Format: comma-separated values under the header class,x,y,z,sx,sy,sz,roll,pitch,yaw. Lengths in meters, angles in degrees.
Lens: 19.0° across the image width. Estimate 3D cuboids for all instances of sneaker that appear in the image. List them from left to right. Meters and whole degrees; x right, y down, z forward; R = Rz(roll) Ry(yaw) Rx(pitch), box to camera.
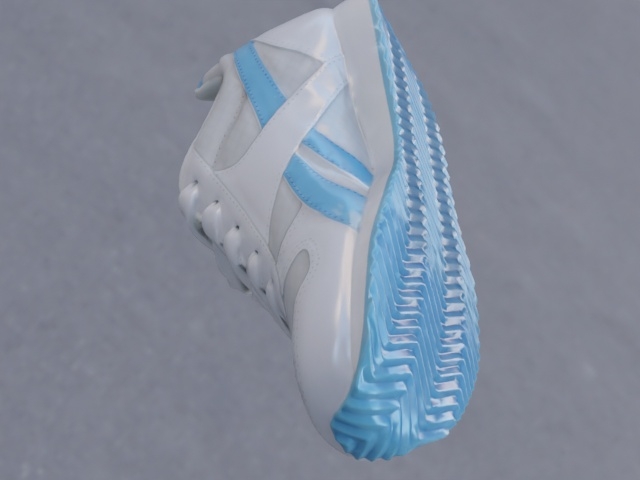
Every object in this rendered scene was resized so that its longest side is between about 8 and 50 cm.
class,x,y,z,sx,sy,sz,roll,pitch,yaw
sneaker,0.000,0.000,0.715,0.229,0.092,0.087,-94,159,-51
